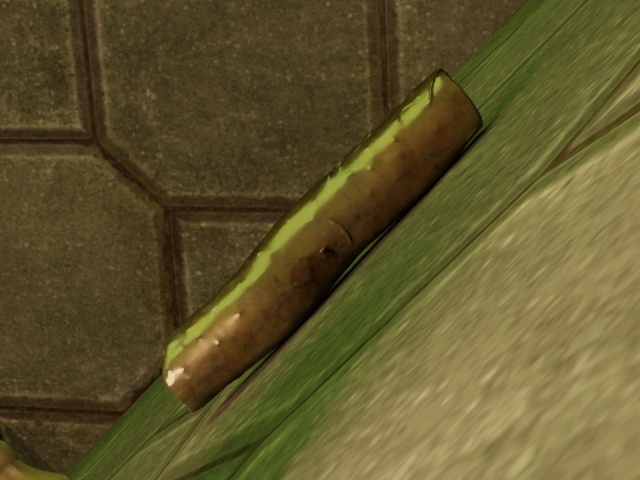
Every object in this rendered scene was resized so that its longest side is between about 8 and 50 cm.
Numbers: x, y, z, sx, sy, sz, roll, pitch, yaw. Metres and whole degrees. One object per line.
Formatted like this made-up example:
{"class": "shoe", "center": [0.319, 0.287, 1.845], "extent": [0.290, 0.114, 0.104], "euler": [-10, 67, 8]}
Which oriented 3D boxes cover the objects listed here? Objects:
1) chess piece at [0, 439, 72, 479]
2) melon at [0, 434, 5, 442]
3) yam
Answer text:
{"class": "chess piece", "center": [-0.088, 0.105, 0.492], "extent": [0.035, 0.092, 0.035], "euler": [-47, 2, 2]}
{"class": "melon", "center": [-0.232, 0.151, 0.499], "extent": [0.237, 0.237, 0.301], "euler": [-45, 1, 35]}
{"class": "yam", "center": [0.000, 0.000, 1.032], "extent": [0.317, 0.067, 0.071], "euler": [-45, -11, -2]}
